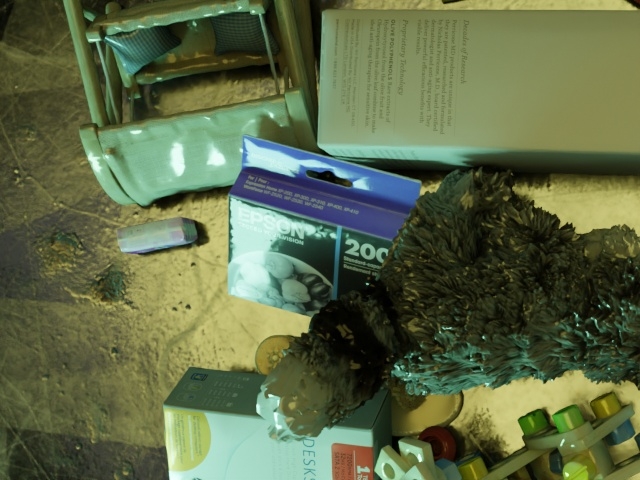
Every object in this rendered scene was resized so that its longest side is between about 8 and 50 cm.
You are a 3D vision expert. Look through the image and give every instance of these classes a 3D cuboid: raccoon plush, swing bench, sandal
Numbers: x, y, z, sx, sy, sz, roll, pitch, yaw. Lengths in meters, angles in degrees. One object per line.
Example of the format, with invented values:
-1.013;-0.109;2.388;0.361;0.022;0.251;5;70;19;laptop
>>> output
0.190;0.124;1.495;0.299;0.216;0.446;24;55;29;raccoon plush
-0.133;-0.182;1.688;0.253;0.165;0.254;-10;84;12;swing bench
0.034;0.160;1.667;0.240;0.079;0.088;16;89;13;sandal

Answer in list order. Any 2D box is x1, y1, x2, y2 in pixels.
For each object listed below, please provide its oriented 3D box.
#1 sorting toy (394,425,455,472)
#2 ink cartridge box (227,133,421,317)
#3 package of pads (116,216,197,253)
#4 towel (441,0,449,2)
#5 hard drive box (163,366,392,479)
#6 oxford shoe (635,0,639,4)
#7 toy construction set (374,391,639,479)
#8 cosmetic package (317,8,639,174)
0.123;0.253;1.665;0.061;0.042;0.102;39;107;28;sorting toy
0.000;0.000;1.642;0.206;0.045;0.208;15;132;14;ink cartridge box
-0.189;-0.006;1.746;0.083;0.050;0.032;-11;84;12;package of pads
0.242;-0.339;1.686;0.237;0.021;0.102;-10;83;12;towel
-0.043;0.244;1.636;0.232;0.089;0.181;4;115;15;hard drive box
0.454;-0.296;1.600;0.364;0.130;0.132;21;69;11;oxford shoe
0.183;0.256;1.531;0.328;0.215;0.151;-7;80;-33;toy construction set
0.195;-0.152;1.595;0.366;0.197;0.155;1;85;11;cosmetic package
